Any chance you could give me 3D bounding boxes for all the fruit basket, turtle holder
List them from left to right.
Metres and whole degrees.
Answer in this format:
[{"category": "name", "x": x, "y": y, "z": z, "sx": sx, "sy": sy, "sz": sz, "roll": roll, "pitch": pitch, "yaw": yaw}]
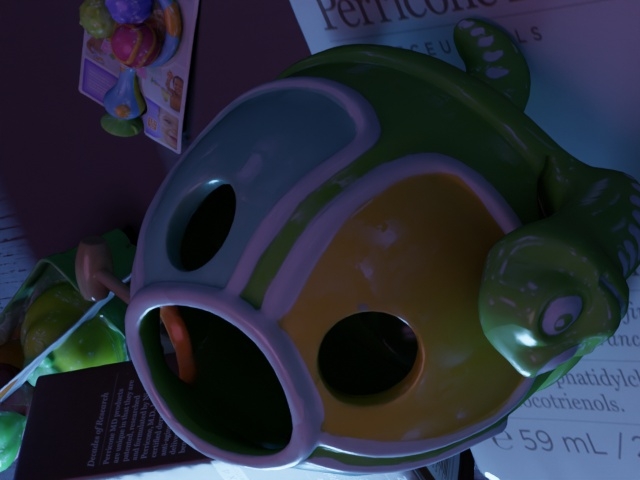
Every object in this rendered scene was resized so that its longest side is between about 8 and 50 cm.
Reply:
[{"category": "fruit basket", "x": -0.302, "y": 0.163, "z": 2.002, "sx": 0.165, "sy": 0.353, "sz": 0.327, "roll": 41, "pitch": 143, "yaw": -3}, {"category": "turtle holder", "x": 0.040, "y": 0.033, "z": 1.081, "sx": 0.320, "sy": 0.227, "sz": 0.243, "roll": 26, "pitch": 135, "yaw": 32}]

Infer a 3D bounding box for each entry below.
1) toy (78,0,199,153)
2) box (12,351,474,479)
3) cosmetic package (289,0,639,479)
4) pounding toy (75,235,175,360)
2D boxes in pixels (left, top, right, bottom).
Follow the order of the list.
[{"category": "toy", "x": -0.185, "y": -0.194, "z": 1.828, "sx": 0.137, "sy": 0.056, "sz": 0.237, "roll": 33, "pitch": 139, "yaw": 23}, {"category": "box", "x": -0.069, "y": 0.199, "z": 1.790, "sx": 0.381, "sy": 0.143, "sz": 0.191, "roll": -10, "pitch": 138, "yaw": 23}, {"category": "cosmetic package", "x": 0.246, "y": -0.083, "z": 1.229, "sx": 0.329, "sy": 0.327, "sz": 0.394, "roll": -3, "pitch": 116, "yaw": 48}, {"category": "pounding toy", "x": -0.117, "y": 0.099, "z": 1.855, "sx": 0.269, "sy": 0.155, "sz": 0.154, "roll": 16, "pitch": 124, "yaw": 15}]
